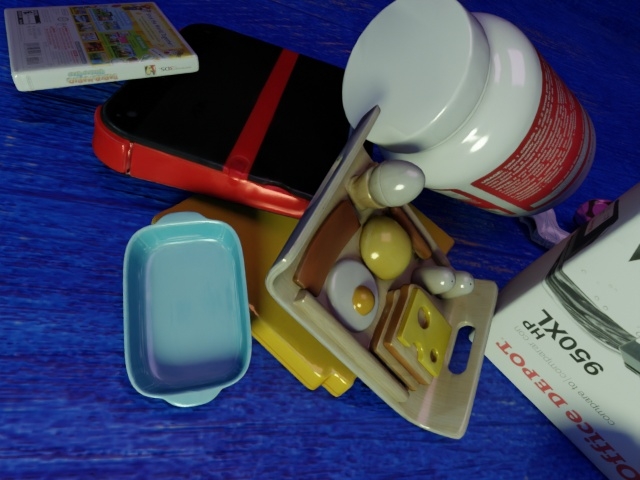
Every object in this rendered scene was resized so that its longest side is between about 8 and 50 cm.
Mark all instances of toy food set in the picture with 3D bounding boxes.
[{"bbox_3d":[0.098,0.039,0.476,0.306,0.092,0.220,47,52,-26],"label":"toy food set"}]

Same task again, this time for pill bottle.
[{"bbox_3d":[0.226,-0.172,0.643,0.407,0.229,0.229,9,47,-46],"label":"pill bottle"}]

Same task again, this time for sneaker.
[{"bbox_3d":[0.422,-0.003,0.813,0.061,0.054,0.152,-21,62,-22],"label":"sneaker"}]

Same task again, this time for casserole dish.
[{"bbox_3d":[-0.129,0.063,0.435,0.114,0.037,0.188,-6,70,-11],"label":"casserole dish"}]

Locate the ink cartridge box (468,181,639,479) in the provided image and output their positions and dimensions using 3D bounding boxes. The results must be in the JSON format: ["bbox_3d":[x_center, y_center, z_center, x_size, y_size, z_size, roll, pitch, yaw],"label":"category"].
[{"bbox_3d":[0.411,0.088,0.488,0.285,0.395,0.166,47,49,13],"label":"ink cartridge box"}]

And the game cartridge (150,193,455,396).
[{"bbox_3d":[0.000,0.000,0.584,0.285,0.053,0.323,42,49,9],"label":"game cartridge"}]

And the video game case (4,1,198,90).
[{"bbox_3d":[-0.298,-0.270,0.596,0.206,0.026,0.227,-17,48,-24],"label":"video game case"}]

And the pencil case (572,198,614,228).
[{"bbox_3d":[0.540,0.013,0.833,0.098,0.095,0.209,9,46,-1],"label":"pencil case"}]

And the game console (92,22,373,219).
[{"bbox_3d":[-0.088,-0.185,0.639,0.342,0.060,0.387,17,44,-7],"label":"game console"}]
